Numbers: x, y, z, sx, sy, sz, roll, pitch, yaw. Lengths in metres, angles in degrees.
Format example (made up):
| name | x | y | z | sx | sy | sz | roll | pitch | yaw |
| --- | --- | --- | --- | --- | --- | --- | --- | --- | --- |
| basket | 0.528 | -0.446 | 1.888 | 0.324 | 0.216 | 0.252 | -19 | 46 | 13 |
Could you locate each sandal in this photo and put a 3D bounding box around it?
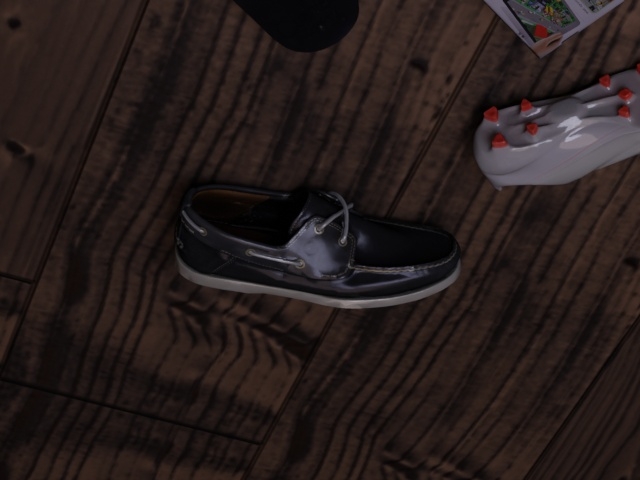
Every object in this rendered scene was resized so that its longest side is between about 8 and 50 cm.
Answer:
| name | x | y | z | sx | sy | sz | roll | pitch | yaw |
| --- | --- | --- | --- | --- | --- | --- | --- | --- | --- |
| sandal | -0.071 | -0.216 | 1.217 | 0.254 | 0.054 | 0.097 | 32 | 123 | -26 |

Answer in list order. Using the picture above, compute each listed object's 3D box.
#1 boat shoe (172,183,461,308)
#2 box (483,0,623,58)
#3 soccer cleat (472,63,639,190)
| name | x | y | z | sx | sy | sz | roll | pitch | yaw |
| --- | --- | --- | --- | --- | --- | --- | --- | --- | --- |
| boat shoe | 0.000 | 0.000 | 1.388 | 0.233 | 0.084 | 0.079 | 6 | 131 | -3 |
| box | 0.136 | -0.229 | 1.224 | 0.114 | 0.036 | 0.207 | -34 | 124 | 24 |
| soccer cleat | 0.215 | -0.085 | 1.340 | 0.196 | 0.068 | 0.076 | -11 | 145 | 9 |
